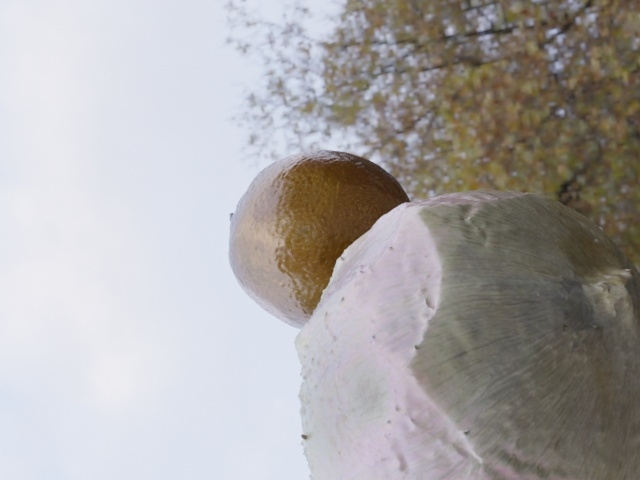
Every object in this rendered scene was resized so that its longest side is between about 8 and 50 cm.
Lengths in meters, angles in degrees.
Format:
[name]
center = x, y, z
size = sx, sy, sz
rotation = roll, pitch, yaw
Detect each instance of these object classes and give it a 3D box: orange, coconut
[orange]
center = 0.000, 0.000, 1.482
size = 0.264, 0.264, 0.264
rotation = 13, -106, -53
[coconut]
center = 0.188, 0.129, 1.118
size = 0.405, 0.405, 0.404
rotation = 13, -106, -53
